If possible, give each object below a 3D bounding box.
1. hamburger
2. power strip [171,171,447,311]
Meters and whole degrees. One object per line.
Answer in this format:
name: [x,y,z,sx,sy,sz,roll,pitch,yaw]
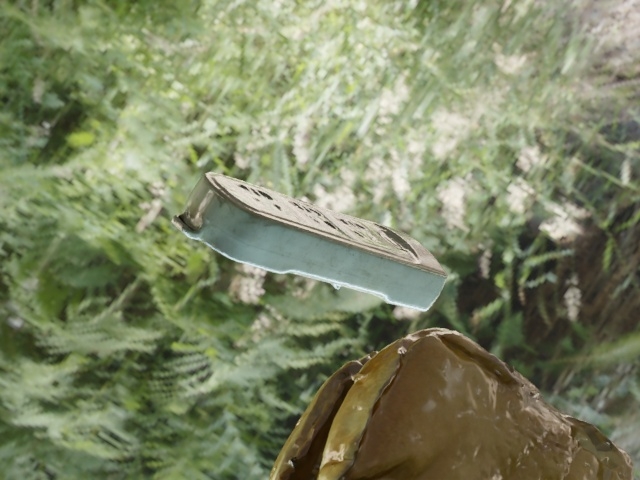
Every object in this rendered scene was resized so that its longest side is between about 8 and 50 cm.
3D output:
hamburger: [0.092,0.209,0.678,0.283,0.259,0.145,41,141,-10]
power strip: [-0.002,0.002,0.810,0.286,0.048,0.080,15,-162,-47]
